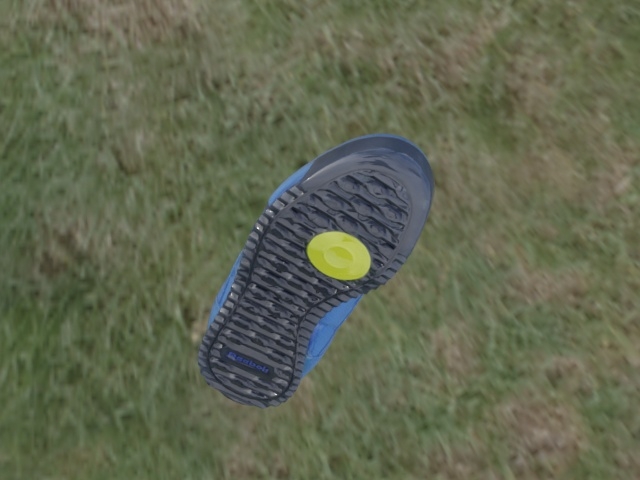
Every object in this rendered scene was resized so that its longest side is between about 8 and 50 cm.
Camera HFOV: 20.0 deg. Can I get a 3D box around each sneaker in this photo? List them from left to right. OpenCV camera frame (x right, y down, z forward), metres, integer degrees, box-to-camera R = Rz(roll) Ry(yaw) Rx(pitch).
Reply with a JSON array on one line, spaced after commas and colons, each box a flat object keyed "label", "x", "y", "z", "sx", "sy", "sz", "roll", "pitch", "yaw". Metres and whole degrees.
[{"label": "sneaker", "x": 0.000, "y": 0.000, "z": 0.897, "sx": 0.069, "sy": 0.082, "sz": 0.209, "roll": 29, "pitch": 139, "yaw": -5}]
